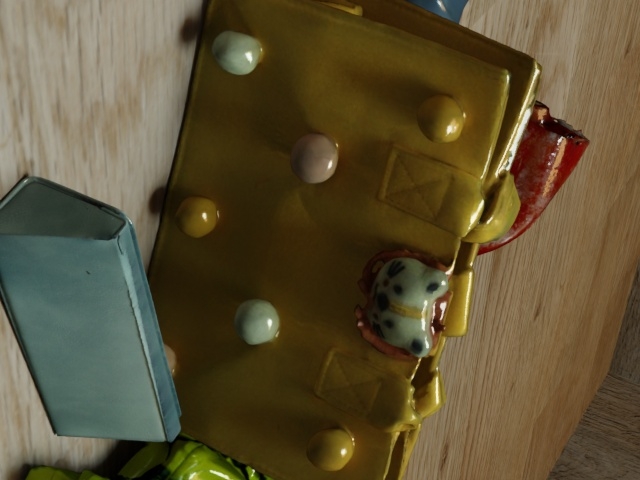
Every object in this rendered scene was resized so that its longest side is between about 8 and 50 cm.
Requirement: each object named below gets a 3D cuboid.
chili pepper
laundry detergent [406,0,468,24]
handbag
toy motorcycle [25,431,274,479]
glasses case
[{"bbox_3d":[0.257,-0.072,1.800,0.253,0.144,0.136,-65,-163,11],"label":"chili pepper"},{"bbox_3d":[0.145,-0.295,1.411,0.206,0.061,0.097,-60,160,-16],"label":"laundry detergent"},{"bbox_3d":[0.000,0.000,1.053,0.133,0.283,0.401,-17,128,-59],"label":"handbag"},{"bbox_3d":[-0.138,0.236,1.160,0.342,0.142,0.206,5,105,-70],"label":"toy motorcycle"},{"bbox_3d":[-0.172,0.061,0.987,0.266,0.105,0.056,86,8,-51],"label":"glasses case"}]
